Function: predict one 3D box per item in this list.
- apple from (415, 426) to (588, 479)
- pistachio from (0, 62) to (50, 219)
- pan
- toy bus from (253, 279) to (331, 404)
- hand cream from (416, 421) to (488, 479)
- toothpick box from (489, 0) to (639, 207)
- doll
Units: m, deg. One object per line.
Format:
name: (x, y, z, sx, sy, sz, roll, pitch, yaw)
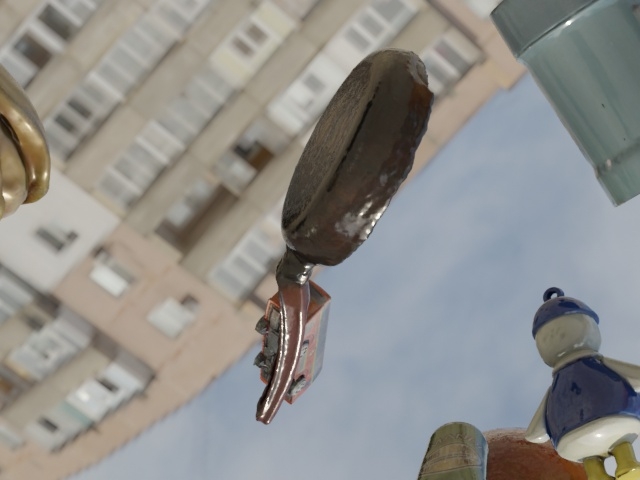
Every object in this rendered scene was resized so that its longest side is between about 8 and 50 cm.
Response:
apple: (0.199, 0.298, 1.951, 0.251, 0.163, 0.293, -39, -159, -6)
pistachio: (-0.377, -0.119, 1.602, 0.162, 0.293, 0.181, -50, 165, -42)
pan: (-0.003, -0.001, 0.865, 0.115, 0.040, 0.212, -92, -156, -64)
toy bus: (-0.030, 0.117, 2.038, 0.077, 0.065, 0.192, -42, 160, -25)
hand cream: (0.113, 0.218, 1.516, 0.086, 0.055, 0.235, -13, -166, 13)
toothpick box: (0.193, -0.111, 1.147, 0.101, 0.153, 0.101, -32, 178, -1)
doll: (0.167, 0.091, 1.119, 0.099, 0.058, 0.143, -32, -124, 25)
